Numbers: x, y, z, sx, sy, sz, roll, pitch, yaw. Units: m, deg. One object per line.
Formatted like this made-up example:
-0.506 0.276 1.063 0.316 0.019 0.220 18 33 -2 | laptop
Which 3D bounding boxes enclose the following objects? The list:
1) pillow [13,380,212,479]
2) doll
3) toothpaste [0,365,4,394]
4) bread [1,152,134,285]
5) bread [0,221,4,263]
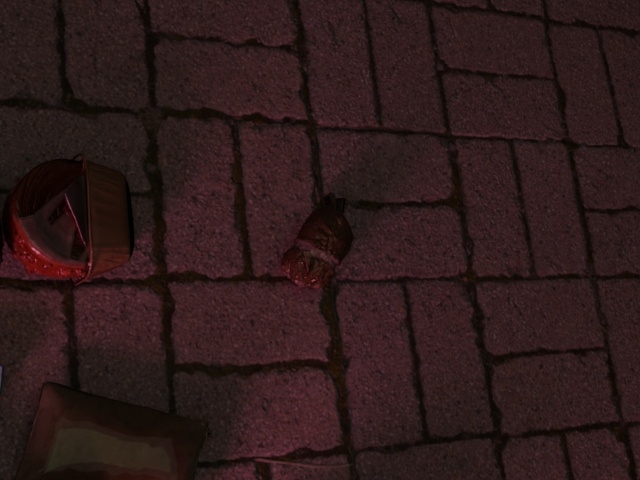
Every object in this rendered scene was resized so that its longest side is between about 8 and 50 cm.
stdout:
-0.337 0.357 1.546 0.303 0.075 0.184 18 69 -18 | pillow
0.007 0.000 1.808 0.105 0.115 0.221 33 56 -1 | doll
-0.638 0.216 1.458 0.267 0.065 0.050 7 74 -23 | toothpaste
-0.430 -0.039 1.590 0.212 0.142 0.224 3 73 -38 | bread
-0.631 -0.016 1.441 0.305 0.159 0.305 53 24 -36 | bread
